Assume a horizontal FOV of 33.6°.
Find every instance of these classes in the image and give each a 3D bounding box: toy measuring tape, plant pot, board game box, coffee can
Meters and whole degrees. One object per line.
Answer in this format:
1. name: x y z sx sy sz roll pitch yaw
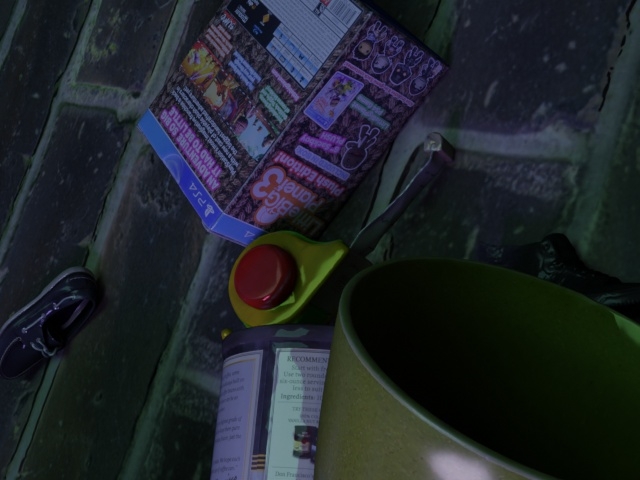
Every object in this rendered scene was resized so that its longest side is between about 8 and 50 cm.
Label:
1. toy measuring tape: 0.000 0.000 1.129 0.330 0.121 0.121 -51 45 3
2. plant pot: 0.101 0.204 0.730 0.275 0.275 0.293 43 123 45
3. board game box: -0.040 -0.162 1.209 0.291 0.141 0.232 -52 45 14
4. coffee can: -0.004 0.233 0.959 0.202 0.201 0.275 -12 65 40

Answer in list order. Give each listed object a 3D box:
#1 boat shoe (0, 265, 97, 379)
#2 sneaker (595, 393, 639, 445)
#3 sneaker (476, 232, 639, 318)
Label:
1. boat shoe: -0.381 0.126 1.458 0.206 0.075 0.065 -46 44 13
2. sneaker: 0.206 0.154 0.875 0.268 0.101 0.153 40 124 27
3. sneaker: 0.217 0.030 0.945 0.170 0.051 0.089 -15 65 42
